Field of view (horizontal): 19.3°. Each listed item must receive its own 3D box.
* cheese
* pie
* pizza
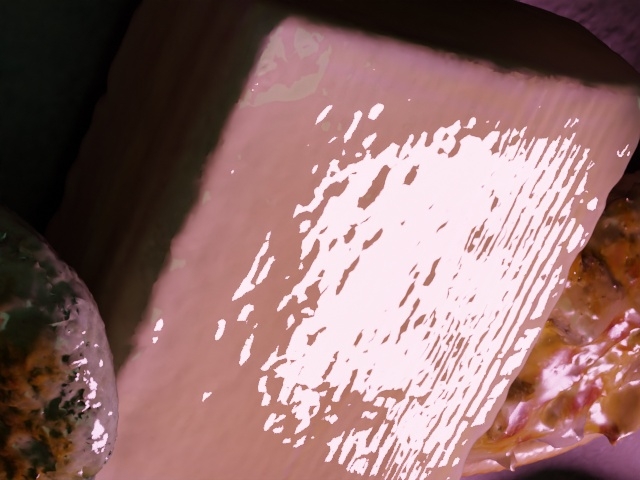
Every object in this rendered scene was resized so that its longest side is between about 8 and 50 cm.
[{"bbox_3d":[0.000,0.000,0.918,0.242,0.124,0.265,5,120,-37],"label":"cheese"},{"bbox_3d":[-0.207,0.069,0.833,0.240,0.054,0.240,1,116,2],"label":"pie"},{"bbox_3d":[0.170,0.040,1.087,0.323,0.089,0.223,-18,135,-21],"label":"pizza"}]
